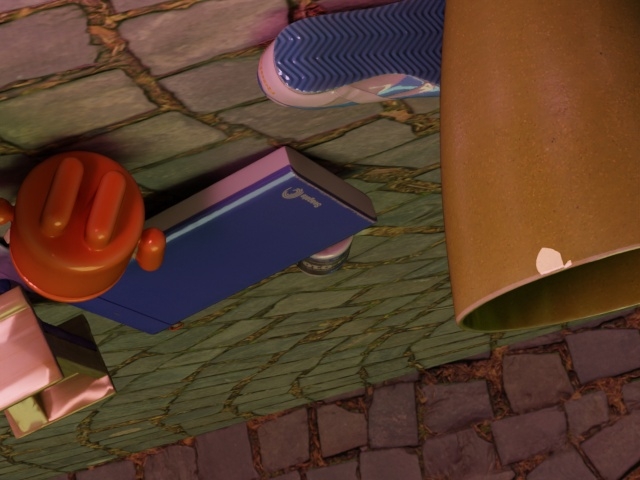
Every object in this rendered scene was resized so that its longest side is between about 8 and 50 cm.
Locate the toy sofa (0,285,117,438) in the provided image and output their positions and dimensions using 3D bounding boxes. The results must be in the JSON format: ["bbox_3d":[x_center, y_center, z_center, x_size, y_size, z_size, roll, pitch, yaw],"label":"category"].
[{"bbox_3d":[-0.373,0.130,1.991,0.150,0.177,0.362,-26,171,0],"label":"toy sofa"}]

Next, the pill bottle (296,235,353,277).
[{"bbox_3d":[0.000,0.000,2.045,0.078,0.078,0.137,-13,167,-5],"label":"pill bottle"}]

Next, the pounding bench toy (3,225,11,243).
[{"bbox_3d":[-0.293,0.017,1.765,0.083,0.065,0.052,1,148,-23],"label":"pounding bench toy"}]

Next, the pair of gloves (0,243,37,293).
[{"bbox_3d":[-0.301,0.017,1.869,0.198,0.023,0.159,-22,153,23],"label":"pair of gloves"}]

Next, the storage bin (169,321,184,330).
[{"bbox_3d":[-0.182,0.056,2.081,0.091,0.098,0.135,-28,164,12],"label":"storage bin"}]

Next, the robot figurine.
[{"bbox_3d":[-0.245,-0.012,1.636,0.158,0.128,0.219,-21,169,-19],"label":"robot figurine"}]

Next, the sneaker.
[{"bbox_3d":[0.056,-0.160,1.438,0.229,0.087,0.092,-4,174,-20],"label":"sneaker"}]

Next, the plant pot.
[{"bbox_3d":[0.206,-0.104,1.338,0.275,0.293,0.275,-13,166,-3],"label":"plant pot"}]

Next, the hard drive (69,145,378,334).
[{"bbox_3d":[-0.119,0.007,1.879,0.319,0.040,0.210,-27,154,20],"label":"hard drive"}]
